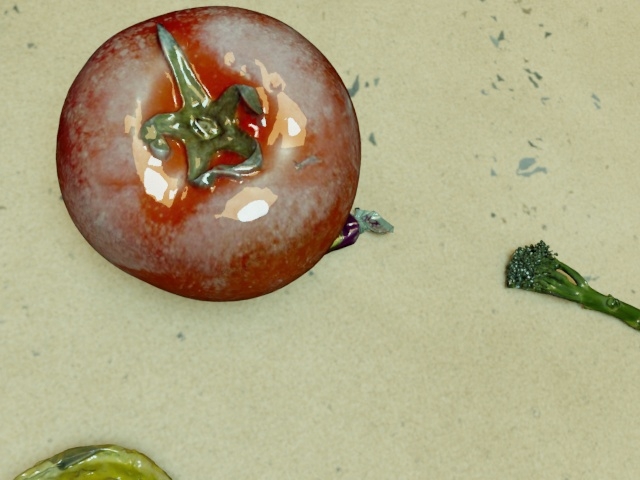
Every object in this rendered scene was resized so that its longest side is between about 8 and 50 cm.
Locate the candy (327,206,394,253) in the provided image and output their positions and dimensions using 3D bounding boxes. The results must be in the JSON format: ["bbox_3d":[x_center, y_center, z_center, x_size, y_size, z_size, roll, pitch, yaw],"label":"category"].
[{"bbox_3d":[0.000,0.000,0.679,0.175,0.043,0.045,-22,72,-17],"label":"candy"}]

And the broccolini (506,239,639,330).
[{"bbox_3d":[0.323,0.060,0.743,0.216,0.058,0.067,20,114,-15],"label":"broccolini"}]

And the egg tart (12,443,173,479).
[{"bbox_3d":[-0.200,0.281,0.521,0.213,0.090,0.212,8,70,-23],"label":"egg tart"}]

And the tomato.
[{"bbox_3d":[-0.096,-0.077,0.579,0.270,0.227,0.270,1,81,-3],"label":"tomato"}]
